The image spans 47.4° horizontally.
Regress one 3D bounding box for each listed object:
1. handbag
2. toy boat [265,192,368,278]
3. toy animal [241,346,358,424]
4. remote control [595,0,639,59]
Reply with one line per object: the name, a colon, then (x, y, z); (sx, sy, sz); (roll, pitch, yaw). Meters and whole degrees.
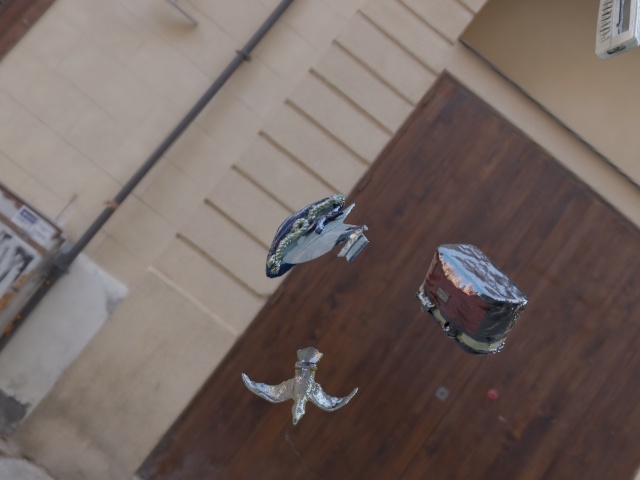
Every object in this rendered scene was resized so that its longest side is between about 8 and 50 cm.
handbag: (0.340, 0.141, 1.697); (0.181, 0.181, 0.254); (-3, 35, -33)
toy boat: (0.010, -0.021, 1.400); (0.292, 0.210, 0.070); (-16, -55, 47)
toy animal: (-0.039, 0.259, 1.301); (0.219, 0.095, 0.155); (10, 14, 2)
remote control: (0.638, -0.484, 1.545); (0.049, 0.230, 0.090); (34, -31, -33)
